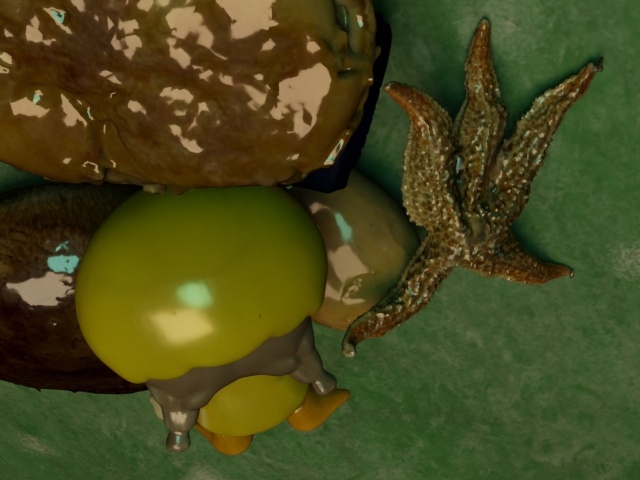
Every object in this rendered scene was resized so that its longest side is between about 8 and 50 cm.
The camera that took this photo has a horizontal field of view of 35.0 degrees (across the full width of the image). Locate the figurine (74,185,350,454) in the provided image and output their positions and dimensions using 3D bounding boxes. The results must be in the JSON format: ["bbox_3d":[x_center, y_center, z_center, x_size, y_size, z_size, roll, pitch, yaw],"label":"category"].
[{"bbox_3d":[-0.081,0.081,0.918,0.215,0.187,0.343,-31,142,-8],"label":"figurine"}]

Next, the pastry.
[{"bbox_3d":[-0.114,-0.149,0.651,0.311,0.161,0.255,8,132,2],"label":"pastry"}]

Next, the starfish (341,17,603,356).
[{"bbox_3d":[0.157,-0.051,0.931,0.302,0.084,0.293,-11,121,-27],"label":"starfish"}]

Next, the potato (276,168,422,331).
[{"bbox_3d":[0.000,0.000,1.025,0.234,0.150,0.146,42,168,-12],"label":"potato"}]

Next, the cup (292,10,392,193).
[{"bbox_3d":[-0.078,-0.145,0.832,0.256,0.255,0.178,15,95,-3],"label":"cup"}]

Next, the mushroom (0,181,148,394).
[{"bbox_3d":[-0.239,0.058,1.080,0.345,0.345,0.239,-2,93,17],"label":"mushroom"}]
